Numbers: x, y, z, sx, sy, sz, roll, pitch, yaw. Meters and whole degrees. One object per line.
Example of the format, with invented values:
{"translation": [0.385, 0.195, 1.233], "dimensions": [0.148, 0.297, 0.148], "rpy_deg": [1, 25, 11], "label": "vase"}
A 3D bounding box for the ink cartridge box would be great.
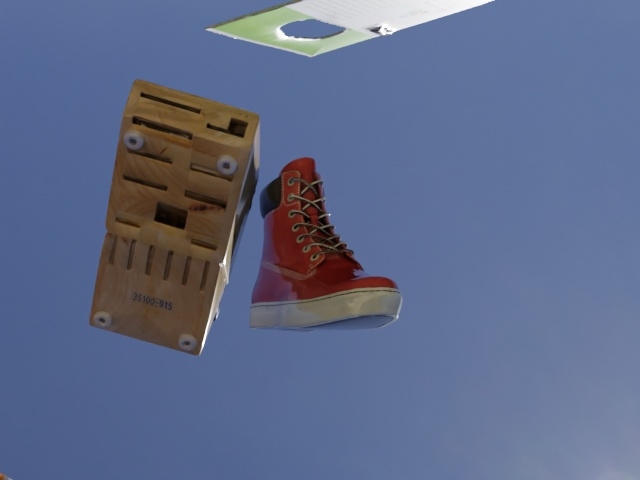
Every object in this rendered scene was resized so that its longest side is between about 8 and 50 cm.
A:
{"translation": [0.066, -0.199, 0.728], "dimensions": [0.255, 0.097, 0.189], "rpy_deg": [-15, 179, 20], "label": "ink cartridge box"}

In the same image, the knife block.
{"translation": [-0.097, -0.042, 0.922], "dimensions": [0.088, 0.276, 0.242], "rpy_deg": [15, -144, -1], "label": "knife block"}

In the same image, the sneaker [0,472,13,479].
{"translation": [-0.318, 0.200, 0.840], "dimensions": [0.214, 0.084, 0.083], "rpy_deg": [-4, -172, -37], "label": "sneaker"}

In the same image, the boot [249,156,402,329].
{"translation": [0.000, 0.000, 1.145], "dimensions": [0.088, 0.176, 0.244], "rpy_deg": [6, 174, -27], "label": "boot"}
